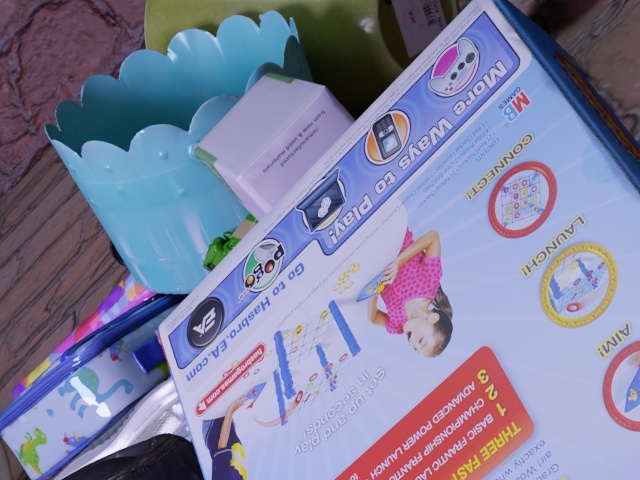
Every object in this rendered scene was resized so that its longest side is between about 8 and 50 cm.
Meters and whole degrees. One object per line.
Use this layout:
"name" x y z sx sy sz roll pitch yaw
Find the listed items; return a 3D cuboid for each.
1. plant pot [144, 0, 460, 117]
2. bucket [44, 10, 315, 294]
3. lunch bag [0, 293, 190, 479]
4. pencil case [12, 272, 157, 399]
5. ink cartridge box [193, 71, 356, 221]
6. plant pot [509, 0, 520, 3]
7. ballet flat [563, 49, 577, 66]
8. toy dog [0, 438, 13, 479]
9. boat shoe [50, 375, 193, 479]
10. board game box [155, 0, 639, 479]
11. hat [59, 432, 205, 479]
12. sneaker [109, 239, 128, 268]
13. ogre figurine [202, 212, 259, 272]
"plant pot" 0.000 -0.242 1.392 0.293 0.275 0.275 2 51 45
"bucket" -0.113 -0.088 1.237 0.281 0.183 0.281 -19 26 10
"lunch bag" -0.196 0.131 1.209 0.176 0.090 0.219 -38 -2 31
"pencil case" -0.238 0.126 1.387 0.236 0.104 0.104 -46 20 8
"ink cartridge box" 0.023 -0.013 0.929 0.092 0.219 0.160 -46 20 -4
"plant pot" 0.201 -0.292 1.187 0.134 0.095 0.134 -20 17 6
"ballet flat" 0.172 -0.166 1.124 0.073 0.067 0.206 -45 20 7
"toy dog" -0.535 0.394 1.331 0.408 0.284 0.395 -42 57 12
"boat shoe" -0.128 0.184 1.071 0.320 0.103 0.118 -40 -3 6
"board game box" 0.068 0.069 0.679 0.308 0.086 0.302 -45 44 20
"hat" -0.144 0.223 0.861 0.331 0.134 0.331 -31 15 9
"sneaker" -0.217 0.010 1.578 0.222 0.083 0.118 -25 30 45
"ogre figurine" 0.000 0.000 1.098 0.197 0.118 0.097 -44 24 15
